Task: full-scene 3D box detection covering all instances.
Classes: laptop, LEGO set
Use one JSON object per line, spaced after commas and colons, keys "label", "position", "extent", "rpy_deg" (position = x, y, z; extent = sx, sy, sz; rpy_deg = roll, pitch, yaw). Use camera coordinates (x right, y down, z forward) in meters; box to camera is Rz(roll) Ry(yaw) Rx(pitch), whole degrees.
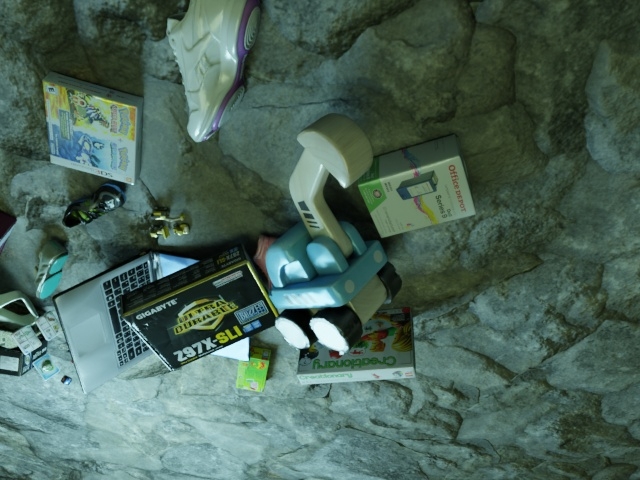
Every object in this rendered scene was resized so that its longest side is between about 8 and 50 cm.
{"label": "laptop", "position": [-0.416, 0.244, 1.375], "extent": [0.236, 0.407, 0.382], "rpy_deg": [34, 136, 30]}
{"label": "LEGO set", "position": [-0.769, 0.309, 1.540], "extent": [0.060, 0.182, 0.245], "rpy_deg": [19, 135, 43]}

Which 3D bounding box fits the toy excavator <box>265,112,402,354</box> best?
{"label": "toy excavator", "position": [0.000, 0.000, 1.095], "extent": [0.432, 0.222, 0.446], "rpy_deg": [-12, 114, 51]}

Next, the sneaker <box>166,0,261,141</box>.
{"label": "sneaker", "position": [-0.209, -0.327, 0.950], "extent": [0.152, 0.114, 0.305], "rpy_deg": [27, 127, 1]}

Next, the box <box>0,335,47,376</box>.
{"label": "box", "position": [-0.960, 0.340, 1.586], "extent": [0.179, 0.147, 0.078], "rpy_deg": [9, 98, -1]}

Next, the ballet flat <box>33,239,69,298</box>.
{"label": "ballet flat", "position": [-0.731, 0.073, 1.394], "extent": [0.068, 0.072, 0.213], "rpy_deg": [45, 126, 4]}

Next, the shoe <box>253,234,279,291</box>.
{"label": "shoe", "position": [-0.130, 0.061, 1.305], "extent": [0.081, 0.064, 0.178], "rpy_deg": [13, 127, -3]}

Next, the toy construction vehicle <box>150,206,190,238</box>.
{"label": "toy construction vehicle", "position": [-0.372, -0.037, 1.260], "extent": [0.098, 0.035, 0.086], "rpy_deg": [4, 132, 3]}

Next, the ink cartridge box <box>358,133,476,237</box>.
{"label": "ink cartridge box", "position": [0.202, -0.111, 1.087], "extent": [0.212, 0.093, 0.154], "rpy_deg": [-15, 128, 17]}

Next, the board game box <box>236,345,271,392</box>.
{"label": "board game box", "position": [-0.212, 0.405, 1.633], "extent": [0.092, 0.043, 0.182], "rpy_deg": [10, 132, -3]}

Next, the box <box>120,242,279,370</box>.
{"label": "box", "position": [-0.289, 0.174, 1.303], "extent": [0.321, 0.079, 0.257], "rpy_deg": [-23, 136, -3]}

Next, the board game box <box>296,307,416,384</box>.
{"label": "board game box", "position": [0.096, 0.281, 1.384], "extent": [0.304, 0.193, 0.053], "rpy_deg": [-8, 131, 13]}

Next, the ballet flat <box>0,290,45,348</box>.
{"label": "ballet flat", "position": [-0.887, 0.168, 1.365], "extent": [0.181, 0.164, 0.483], "rpy_deg": [-20, 157, -2]}

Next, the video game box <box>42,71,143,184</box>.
{"label": "video game box", "position": [-0.474, -0.229, 1.093], "extent": [0.186, 0.048, 0.205], "rpy_deg": [13, 132, -8]}

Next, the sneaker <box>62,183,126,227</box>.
{"label": "sneaker", "position": [-0.530, -0.073, 1.217], "extent": [0.188, 0.078, 0.067], "rpy_deg": [-20, 127, 22]}

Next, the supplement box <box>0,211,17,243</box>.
{"label": "supplement box", "position": [-0.866, -0.002, 1.320], "extent": [0.104, 0.081, 0.188], "rpy_deg": [32, 128, -21]}
